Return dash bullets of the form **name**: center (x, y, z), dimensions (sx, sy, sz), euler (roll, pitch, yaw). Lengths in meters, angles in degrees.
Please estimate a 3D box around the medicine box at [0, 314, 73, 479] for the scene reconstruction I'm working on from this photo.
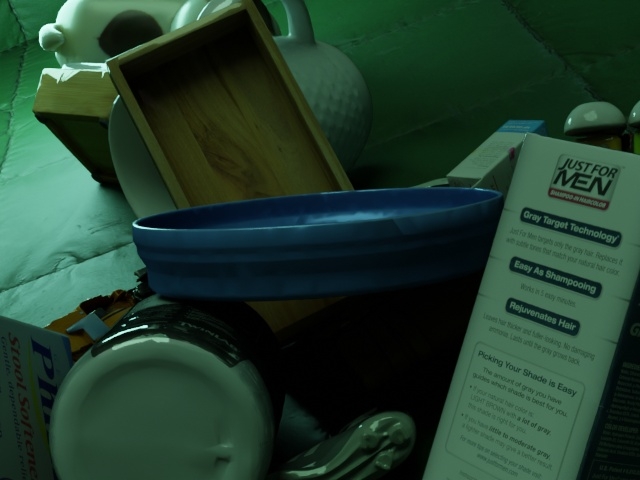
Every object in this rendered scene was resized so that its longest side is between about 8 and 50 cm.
- **medicine box**: center (-0.346, 0.212, 1.234), dimensions (0.149, 0.263, 0.289), euler (-16, -15, 12)

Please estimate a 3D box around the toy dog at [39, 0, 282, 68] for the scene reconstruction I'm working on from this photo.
- **toy dog**: center (-0.251, -0.368, 2.292), dimensions (0.408, 0.284, 0.395), euler (9, -2, 35)

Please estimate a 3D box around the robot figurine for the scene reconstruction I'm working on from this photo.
- **robot figurine**: center (-0.246, 0.126, 1.547), dimensions (0.291, 0.085, 0.211), euler (-25, -23, -50)

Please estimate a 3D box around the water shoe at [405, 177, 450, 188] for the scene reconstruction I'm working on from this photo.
- **water shoe**: center (0.106, -0.025, 1.690), dimensions (0.203, 0.073, 0.080), euler (-23, 29, -2)

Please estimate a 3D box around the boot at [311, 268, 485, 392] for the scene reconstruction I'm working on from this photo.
- **boot**: center (0.130, 0.089, 1.410), dimensions (0.220, 0.109, 0.283), euler (-31, 26, -21)

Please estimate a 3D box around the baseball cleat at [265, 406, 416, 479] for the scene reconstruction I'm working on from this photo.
- **baseball cleat**: center (0.007, 0.235, 1.296), dimensions (0.206, 0.072, 0.109), euler (-27, 0, 3)

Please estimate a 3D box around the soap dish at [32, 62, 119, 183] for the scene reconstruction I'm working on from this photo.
- **soap dish**: center (-0.341, -0.190, 2.185), dimensions (0.291, 0.229, 0.118), euler (10, 57, 47)

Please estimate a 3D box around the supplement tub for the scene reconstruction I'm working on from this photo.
- **supplement tub**: center (-0.140, 0.161, 1.304), dimensions (0.207, 0.207, 0.338), euler (-20, 5, 4)

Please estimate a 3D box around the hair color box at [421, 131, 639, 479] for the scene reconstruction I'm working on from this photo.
- **hair color box**: center (0.217, 0.095, 1.101), dimensions (0.105, 0.347, 0.174), euler (14, 4, -37)

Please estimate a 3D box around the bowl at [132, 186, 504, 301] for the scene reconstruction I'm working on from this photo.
- **bowl**: center (0.000, 0.000, 1.366), dimensions (0.391, 0.077, 0.391), euler (-5, 7, 1)

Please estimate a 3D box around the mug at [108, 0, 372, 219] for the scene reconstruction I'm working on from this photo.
- **mug**: center (-0.094, -0.193, 1.828), dimensions (0.276, 0.374, 0.328), euler (26, 43, 36)

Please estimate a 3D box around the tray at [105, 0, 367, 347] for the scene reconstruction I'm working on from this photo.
- **tray**: center (-0.086, -0.079, 1.603), dimensions (0.203, 0.410, 0.076), euler (-26, -11, -8)

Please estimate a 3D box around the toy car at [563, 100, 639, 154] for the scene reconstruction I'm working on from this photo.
- **toy car**: center (0.383, -0.087, 1.550), dimensions (0.182, 0.159, 0.136), euler (-5, -5, 32)

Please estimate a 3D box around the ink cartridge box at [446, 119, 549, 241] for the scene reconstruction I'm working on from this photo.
- **ink cartridge box**: center (0.226, -0.065, 1.637), dimensions (0.062, 0.104, 0.181), euler (8, 39, 46)
